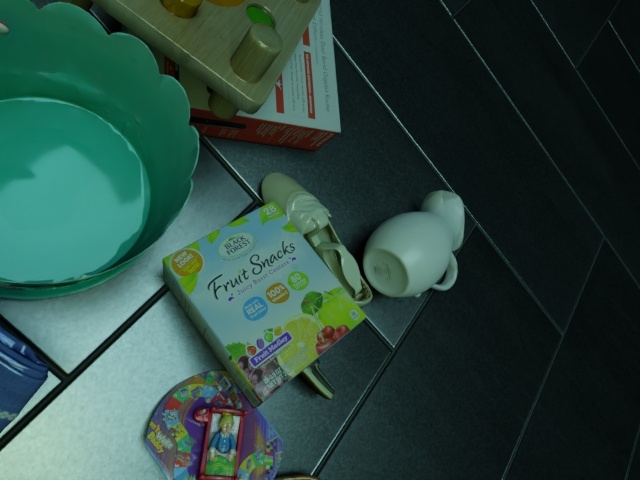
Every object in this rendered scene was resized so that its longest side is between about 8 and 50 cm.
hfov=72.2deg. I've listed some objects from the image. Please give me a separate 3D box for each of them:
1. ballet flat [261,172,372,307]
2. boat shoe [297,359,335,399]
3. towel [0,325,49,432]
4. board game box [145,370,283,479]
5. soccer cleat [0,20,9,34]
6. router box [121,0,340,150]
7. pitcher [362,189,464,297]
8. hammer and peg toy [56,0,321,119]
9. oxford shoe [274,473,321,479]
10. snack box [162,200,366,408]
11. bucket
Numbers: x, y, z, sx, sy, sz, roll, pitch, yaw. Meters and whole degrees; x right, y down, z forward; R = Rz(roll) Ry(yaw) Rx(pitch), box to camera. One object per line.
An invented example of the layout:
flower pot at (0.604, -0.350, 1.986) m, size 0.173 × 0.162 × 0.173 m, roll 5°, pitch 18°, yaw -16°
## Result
ballet flat at (0.000, 0.000, 0.652) m, size 0.086 × 0.086 × 0.249 m, roll -33°, pitch 96°, yaw -31°
boat shoe at (-0.025, 0.159, 0.617) m, size 0.049 × 0.056 × 0.152 m, roll -44°, pitch 102°, yaw -24°
towel at (-0.413, 0.146, 0.331) m, size 0.243 × 0.040 × 0.336 m, roll 44°, pitch 90°, yaw -16°
board game box at (-0.121, 0.238, 0.526) m, size 0.133 × 0.033 × 0.169 m, roll -32°, pitch 77°, yaw -39°
soccer cleat at (-0.291, -0.168, 0.340) m, size 0.083 × 0.029 × 0.036 m, roll 7°, pitch 85°, yaw -24°
router box at (-0.128, -0.319, 0.648) m, size 0.301 × 0.082 × 0.336 m, roll 2°, pitch 78°, yaw -30°
pitcher at (0.168, 0.031, 0.730) m, size 0.207 × 0.125 × 0.178 m, roll -32°, pitch 111°, yaw -42°
hammer and peg toy at (-0.125, -0.341, 0.525) m, size 0.265 × 0.127 × 0.362 m, roll 33°, pitch 53°, yaw -20°
oxford shoe at (-0.093, 0.363, 0.507) m, size 0.271 × 0.098 × 0.097 m, roll -13°, pitch 86°, yaw -31°
snack box at (-0.073, 0.074, 0.568) m, size 0.174 × 0.070 × 0.207 m, roll -33°, pitch 76°, yaw -31°
bucket at (-0.281, -0.075, 0.448) m, size 0.281 × 0.183 × 0.281 m, roll 7°, pitch 76°, yaw -28°
